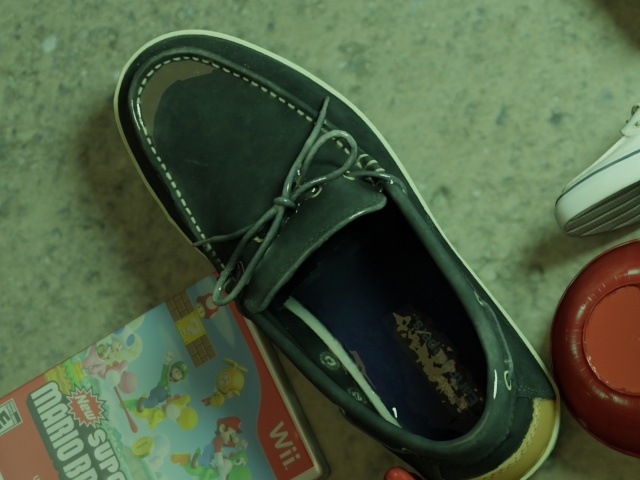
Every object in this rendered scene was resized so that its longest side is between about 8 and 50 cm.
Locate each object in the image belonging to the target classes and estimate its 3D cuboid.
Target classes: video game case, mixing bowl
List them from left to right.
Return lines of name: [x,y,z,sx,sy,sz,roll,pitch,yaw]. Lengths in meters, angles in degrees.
video game case: [-0.155,0.179,1.569,0.285,0.025,0.204,-30,73,14]
mixing bowl: [0.256,0.081,1.390,0.181,0.098,0.181,-3,83,20]

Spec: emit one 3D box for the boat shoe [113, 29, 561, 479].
boat shoe: [0.000,0.000,1.460,0.187,0.156,0.500,-43,70,6]

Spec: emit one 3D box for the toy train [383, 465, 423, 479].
toy train: [0.071,0.254,1.357,0.105,0.248,0.143,-45,77,-1]

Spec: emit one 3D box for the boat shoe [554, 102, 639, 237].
boat shoe: [0.280,-0.082,1.422,0.226,0.083,0.076,-27,62,3]
